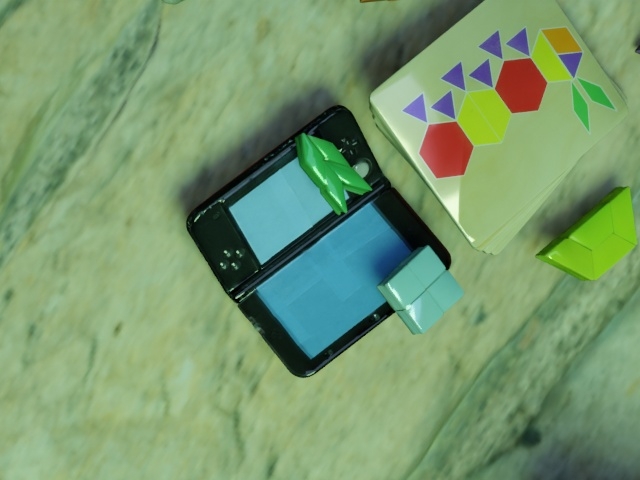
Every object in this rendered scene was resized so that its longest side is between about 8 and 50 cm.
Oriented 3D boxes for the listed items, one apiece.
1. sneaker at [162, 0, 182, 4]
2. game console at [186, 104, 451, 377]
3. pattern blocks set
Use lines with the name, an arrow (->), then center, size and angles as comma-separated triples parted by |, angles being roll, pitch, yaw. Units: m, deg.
sneaker -> -0.078, -0.235, 1.357 | 0.061, 0.054, 0.152 | 31, 82, 3
game console -> 0.000, 0.000, 1.357 | 0.144, 0.085, 0.124 | -37, 133, -9
pattern blocks set -> 0.131, -0.098, 1.389 | 0.325, 0.026, 0.285 | -32, 99, -23
